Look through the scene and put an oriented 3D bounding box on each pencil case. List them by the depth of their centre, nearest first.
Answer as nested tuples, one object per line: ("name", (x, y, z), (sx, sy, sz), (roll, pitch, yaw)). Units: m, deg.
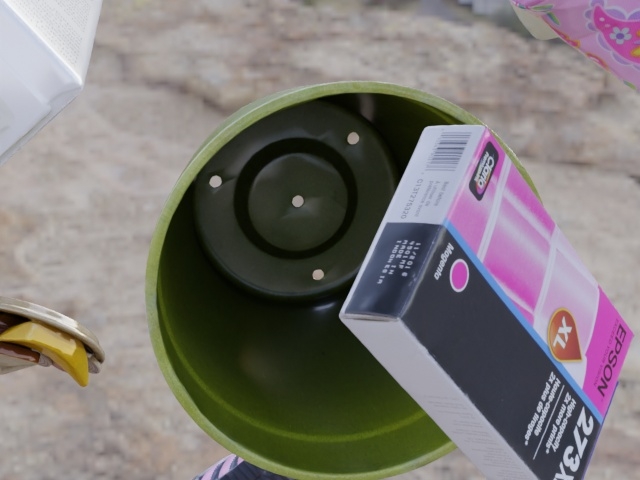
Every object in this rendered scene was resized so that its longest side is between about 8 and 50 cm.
("pencil case", (0.279, -0.170, 1.268), (0.284, 0.124, 0.124), (30, 16, -21))

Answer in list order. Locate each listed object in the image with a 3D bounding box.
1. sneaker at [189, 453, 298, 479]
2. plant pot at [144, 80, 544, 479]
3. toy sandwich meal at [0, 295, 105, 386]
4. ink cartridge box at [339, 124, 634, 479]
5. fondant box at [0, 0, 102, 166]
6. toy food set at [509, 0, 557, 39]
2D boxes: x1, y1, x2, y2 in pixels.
("sneaker", (-0.062, 0.282, 1.960), (0.319, 0.112, 0.131), (-28, 14, 24))
("plant pot", (0.000, 0.000, 1.558), (0.366, 0.366, 0.353), (-5, 15, -9))
("toy sandwich meal", (-0.143, 0.051, 0.749), (0.085, 0.085, 0.029), (8, 68, 18))
("ink cartridge box", (0.158, 0.090, 1.258), (0.069, 0.371, 0.176), (3, 56, 38))
("fondant box", (-0.219, -0.166, 0.769), (0.096, 0.238, 0.330), (-41, 17, 7))
("toy food set", (0.297, -0.329, 1.443), (0.092, 0.306, 0.220), (30, -5, -12))
